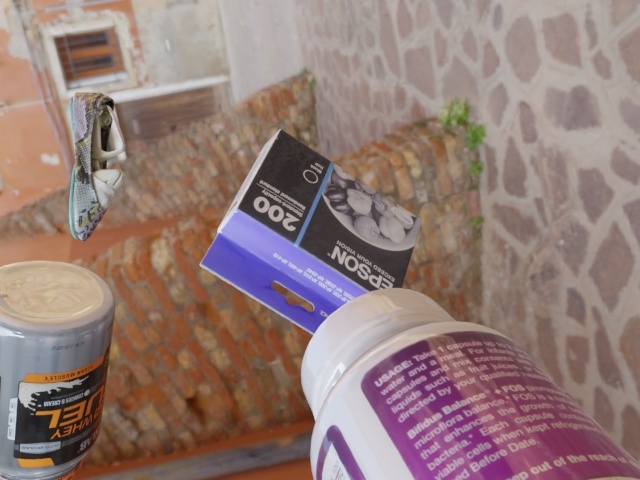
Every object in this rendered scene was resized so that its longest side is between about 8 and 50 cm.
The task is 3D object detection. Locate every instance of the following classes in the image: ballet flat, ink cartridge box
[{"bbox_3d":[-0.162,-0.057,0.552,0.041,0.041,0.114,118,149,-73],"label":"ballet flat"},{"bbox_3d":[0.000,0.000,0.829,0.045,0.206,0.208,-47,15,46],"label":"ink cartridge box"}]

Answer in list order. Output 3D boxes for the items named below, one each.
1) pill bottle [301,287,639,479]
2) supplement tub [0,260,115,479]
[{"bbox_3d":[0.093,0.154,0.452,0.301,0.169,0.169,-126,26,-57],"label":"pill bottle"},{"bbox_3d":[-0.412,0.205,1.110,0.193,0.194,0.316,-119,38,-56],"label":"supplement tub"}]
